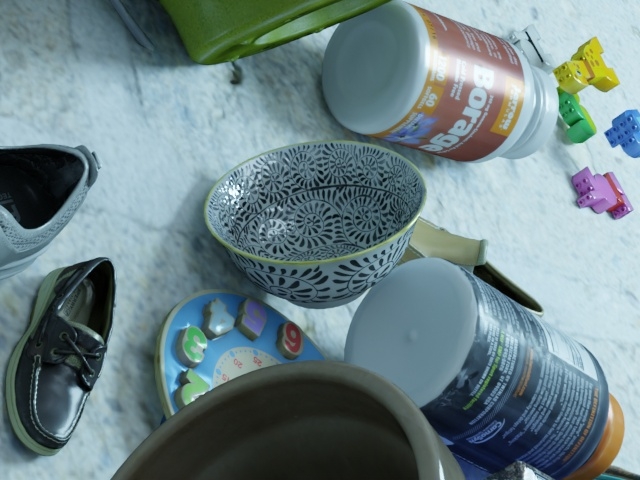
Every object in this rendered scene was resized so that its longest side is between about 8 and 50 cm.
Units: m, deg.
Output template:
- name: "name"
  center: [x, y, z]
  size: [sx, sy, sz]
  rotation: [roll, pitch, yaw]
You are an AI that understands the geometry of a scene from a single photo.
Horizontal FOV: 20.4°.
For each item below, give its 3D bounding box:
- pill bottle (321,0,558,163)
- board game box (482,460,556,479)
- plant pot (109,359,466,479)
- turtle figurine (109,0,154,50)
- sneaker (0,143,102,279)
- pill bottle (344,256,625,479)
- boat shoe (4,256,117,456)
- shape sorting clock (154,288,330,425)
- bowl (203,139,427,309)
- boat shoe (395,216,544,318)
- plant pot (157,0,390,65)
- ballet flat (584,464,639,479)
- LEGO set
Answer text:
- name: "pill bottle"
  center: [0.114, -0.136, 1.598]
  size: [0.216, 0.121, 0.121]
  rotation: [12, 53, -44]
- name: "board game box"
  center: [0.175, 0.345, 1.251]
  size: [0.232, 0.141, 0.291]
  rotation: [32, 41, -30]
- name: "plant pot"
  center: [0.007, 0.240, 1.083]
  size: [0.229, 0.263, 0.263]
  rotation: [49, 31, -40]
- name: "turtle figurine"
  center: [-0.253, -0.250, 1.276]
  size: [0.266, 0.275, 0.198]
  rotation: [39, 56, 12]
- name: "sneaker"
  center: [-0.248, -0.017, 1.071]
  size: [0.105, 0.115, 0.281]
  rotation: [58, 35, 4]
- name: "pill bottle"
  center: [0.141, 0.116, 1.401]
  size: [0.245, 0.130, 0.130]
  rotation: [32, 40, -41]
- name: "boat shoe"
  center: [-0.166, 0.069, 1.156]
  size: [0.056, 0.049, 0.152]
  rotation: [33, 41, -29]
- name: "shape sorting clock"
  center: [-0.036, 0.124, 1.274]
  size: [0.206, 0.040, 0.206]
  rotation: [30, 42, -32]
- name: "bowl"
  center: [0.000, 0.000, 1.356]
  size: [0.170, 0.170, 0.080]
  rotation: [-64, 152, -52]
- name: "boat shoe"
  center: [0.114, 0.017, 1.512]
  size: [0.190, 0.072, 0.068]
  rotation: [36, 39, -25]
- name: "plant pot"
  center: [-0.053, -0.341, 1.409]
  size: [0.366, 0.366, 0.353]
  rotation: [-23, 91, -55]
- name: "ballet flat"
  center: [0.337, 0.250, 1.418]
  size: [0.106, 0.316, 0.108]
  rotation: [30, 81, -47]
- name: "LEGO set"
  center: [0.263, -0.138, 1.807]
  size: [0.093, 0.087, 0.227]
  rotation: [-8, 67, -53]
